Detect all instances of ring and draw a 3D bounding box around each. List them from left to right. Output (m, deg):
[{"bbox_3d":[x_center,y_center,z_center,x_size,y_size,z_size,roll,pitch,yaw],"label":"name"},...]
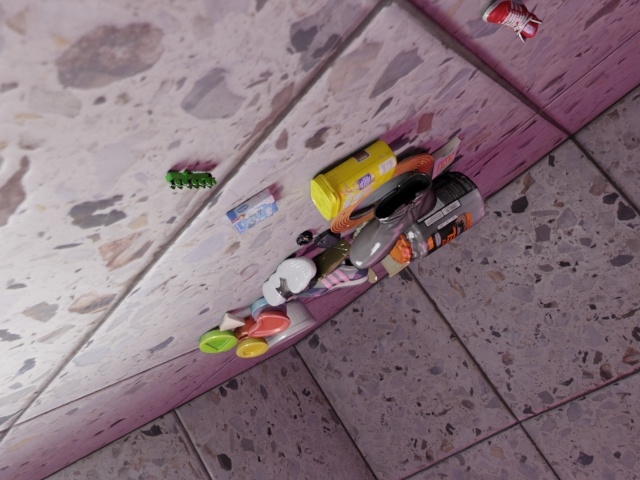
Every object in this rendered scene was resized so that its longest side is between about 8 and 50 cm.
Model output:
[{"bbox_3d":[0.161,-0.131,1.284,0.337,0.032,0.336,-32,168,-8],"label":"ring"}]

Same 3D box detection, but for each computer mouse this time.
[{"bbox_3d":[0.000,0.000,1.339,0.071,0.041,0.242,-39,166,22],"label":"computer mouse"}]

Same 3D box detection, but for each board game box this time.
[{"bbox_3d":[-0.126,-0.054,0.887,0.090,0.020,0.090,-34,167,-6],"label":"board game box"}]

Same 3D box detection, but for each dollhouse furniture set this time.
[{"bbox_3d":[0.360,0.029,2.021,0.303,0.173,0.356,-43,164,34],"label":"dollhouse furniture set"}]

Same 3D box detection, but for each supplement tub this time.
[{"bbox_3d":[0.371,-0.074,1.604,0.338,0.207,0.207,-31,167,-10],"label":"supplement tub"}]

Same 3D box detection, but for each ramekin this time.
[{"bbox_3d":[-0.158,0.357,2.006,0.273,0.127,0.273,-28,168,-6],"label":"ramekin"}]

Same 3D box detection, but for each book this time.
[{"bbox_3d":[0.356,-0.240,1.371,0.096,0.035,0.144,-38,166,0],"label":"book"}]

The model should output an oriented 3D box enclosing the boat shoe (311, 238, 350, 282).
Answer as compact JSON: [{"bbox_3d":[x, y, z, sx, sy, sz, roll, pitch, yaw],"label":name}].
[{"bbox_3d":[0.018,0.083,1.593,0.223,0.080,0.073,-41,161,11],"label":"boat shoe"}]

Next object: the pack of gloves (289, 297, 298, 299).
[{"bbox_3d":[-0.037,0.182,1.935,0.232,0.046,0.195,-27,170,11],"label":"pack of gloves"}]

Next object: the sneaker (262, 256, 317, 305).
[{"bbox_3d":[-0.064,0.106,1.446,0.153,0.101,0.268,-23,169,-42],"label":"sneaker"}]

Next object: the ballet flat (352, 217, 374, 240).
[{"bbox_3d":[0.151,-0.016,1.574,0.091,0.077,0.241,-53,176,-27],"label":"ballet flat"}]

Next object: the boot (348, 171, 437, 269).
[{"bbox_3d":[0.181,-0.056,1.336,0.338,0.118,0.223,-48,162,10],"label":"boot"}]

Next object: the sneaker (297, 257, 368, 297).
[{"bbox_3d":[0.033,0.117,1.762,0.319,0.112,0.131,-14,116,-23],"label":"sneaker"}]

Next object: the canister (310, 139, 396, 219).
[{"bbox_3d":[0.069,-0.126,0.985,0.170,0.073,0.126,-33,167,-11],"label":"canister"}]

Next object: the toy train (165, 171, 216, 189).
[{"bbox_3d":[-0.177,-0.084,0.648,0.017,0.023,0.083,-32,170,32],"label":"toy train"}]

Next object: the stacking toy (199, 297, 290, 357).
[{"bbox_3d":[-0.277,0.289,1.676,0.280,0.130,0.309,12,135,-36],"label":"stacking toy"}]

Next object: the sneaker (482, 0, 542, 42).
[{"bbox_3d":[0.315,-0.357,0.763,0.118,0.067,0.042,-24,163,-37],"label":"sneaker"}]
